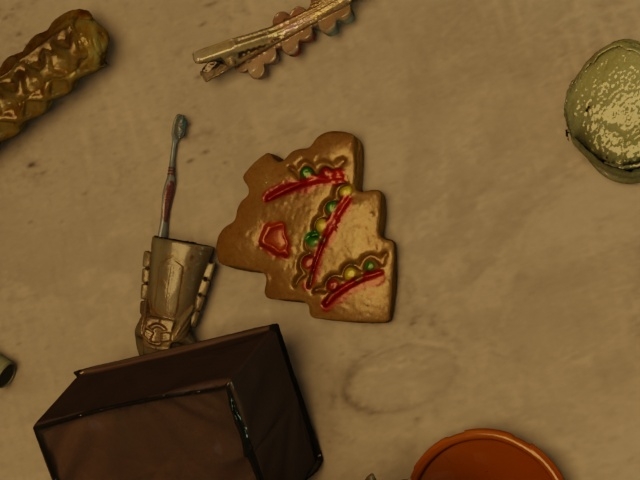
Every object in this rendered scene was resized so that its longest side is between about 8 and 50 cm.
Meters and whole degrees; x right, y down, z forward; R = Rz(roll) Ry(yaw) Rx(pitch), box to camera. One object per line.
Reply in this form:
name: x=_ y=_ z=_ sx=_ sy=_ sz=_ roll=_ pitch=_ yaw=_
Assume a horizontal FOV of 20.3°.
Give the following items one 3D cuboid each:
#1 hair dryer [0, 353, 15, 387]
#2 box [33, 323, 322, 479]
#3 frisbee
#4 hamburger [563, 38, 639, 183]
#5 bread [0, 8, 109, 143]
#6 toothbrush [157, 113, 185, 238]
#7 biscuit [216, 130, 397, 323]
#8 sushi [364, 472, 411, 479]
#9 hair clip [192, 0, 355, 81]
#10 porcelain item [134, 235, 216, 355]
hair dryer: x=-0.412 y=0.186 z=2.132 sx=0.063 sy=0.038 sz=0.124 roll=28 pitch=103 yaw=22
box: x=-0.154 y=0.220 z=1.935 sx=0.252 sy=0.153 sz=0.188 roll=-11 pitch=109 yaw=19
frisbee: x=0.180 y=0.293 z=1.898 sx=0.192 sy=0.035 sz=0.192 roll=2 pitch=94 yaw=22
hamburger: x=0.322 y=-0.132 z=1.862 sx=0.133 sy=0.062 sz=0.140 roll=-36 pitch=73 yaw=13
bread: x=-0.398 y=-0.146 z=2.123 sx=0.367 sy=0.077 sz=0.084 roll=-37 pitch=76 yaw=15
toothbrush: x=-0.175 y=-0.050 z=2.065 sx=0.019 sy=0.013 sz=0.193 roll=12 pitch=94 yaw=60
biscuit: x=0.000 y=0.000 z=1.984 sx=0.212 sy=0.041 sz=0.238 roll=-43 pitch=72 yaw=11
sushi: x=0.075 y=0.447 z=1.763 sx=0.418 sy=0.176 sz=0.417 roll=1 pitch=63 yaw=-2
hair clip: x=-0.042 y=-0.230 z=2.013 sx=0.214 sy=0.056 sz=0.062 roll=-23 pitch=62 yaw=9
porcelain item: x=-0.177 y=0.104 z=2.035 sx=0.084 sy=0.054 sz=0.213 roll=11 pitch=91 yaw=17
